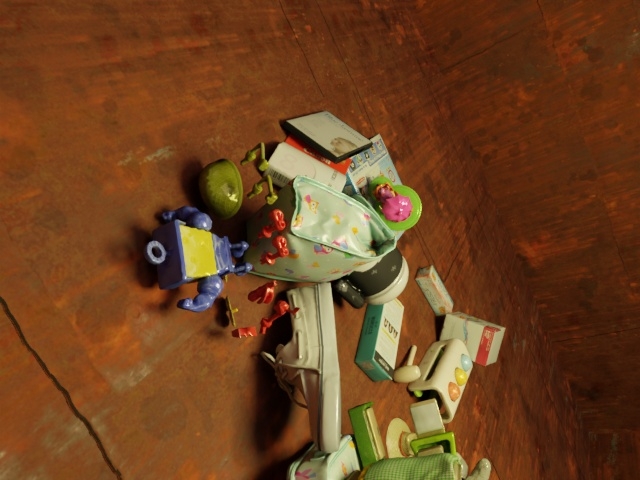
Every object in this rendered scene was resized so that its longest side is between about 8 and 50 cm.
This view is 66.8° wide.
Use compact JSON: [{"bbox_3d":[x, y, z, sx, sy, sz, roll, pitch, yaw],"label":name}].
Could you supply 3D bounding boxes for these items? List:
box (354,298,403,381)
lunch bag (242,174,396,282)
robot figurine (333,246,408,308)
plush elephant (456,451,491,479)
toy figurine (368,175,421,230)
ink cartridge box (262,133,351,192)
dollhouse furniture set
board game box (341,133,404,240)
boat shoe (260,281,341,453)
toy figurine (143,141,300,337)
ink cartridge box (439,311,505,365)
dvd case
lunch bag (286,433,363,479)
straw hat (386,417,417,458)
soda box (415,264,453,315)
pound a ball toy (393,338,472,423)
[{"bbox_3d":[0.167,0.255,1.340,0.100,0.060,0.244,50,40,-28],"label":"box"},{"bbox_3d":[0.000,0.000,1.030,0.262,0.223,0.160,17,59,-28],"label":"lunch bag"},{"bbox_3d":[0.111,0.046,1.268,0.278,0.209,0.173,48,3,-30],"label":"robot figurine"},{"bbox_3d":[0.381,0.682,1.256,0.330,0.271,0.256,-41,137,-29],"label":"plush elephant"},{"bbox_3d":[0.192,-0.107,1.298,0.173,0.130,0.159,51,9,6],"label":"toy figurine"},{"bbox_3d":[-0.019,-0.197,1.222,0.189,0.066,0.232,27,51,-5],"label":"ink cartridge box"},{"bbox_3d":[0.150,0.380,0.922,0.301,0.197,0.152,41,33,-69],"label":"dollhouse furniture set"},{"bbox_3d":[0.157,-0.142,1.491,0.308,0.086,0.302,-42,110,-54],"label":"board game box"},{"bbox_3d":[-0.042,0.243,0.983,0.136,0.156,0.367,83,2,-50],"label":"boat shoe"},{"bbox_3d":[-0.200,-0.008,0.847,0.217,0.191,0.363,4,70,-49],"label":"toy figurine"},{"bbox_3d":[0.516,0.333,1.665,0.128,0.176,0.128,6,99,-55],"label":"ink cartridge box"},{"bbox_3d":[0.029,-0.293,1.351,0.180,0.022,0.253,37,32,11],"label":"dvd case"},{"bbox_3d":[0.028,0.499,0.932,0.279,0.107,0.224,29,43,-73],"label":"lunch bag"},{"bbox_3d":[0.240,0.547,1.305,0.144,0.061,0.145,28,54,-46],"label":"straw hat"},{"bbox_3d":[0.402,0.178,1.710,0.183,0.058,0.063,58,36,-21],"label":"soda box"},{"bbox_3d":[0.361,0.400,1.479,0.319,0.135,0.208,-35,104,-56],"label":"pound a ball toy"}]
